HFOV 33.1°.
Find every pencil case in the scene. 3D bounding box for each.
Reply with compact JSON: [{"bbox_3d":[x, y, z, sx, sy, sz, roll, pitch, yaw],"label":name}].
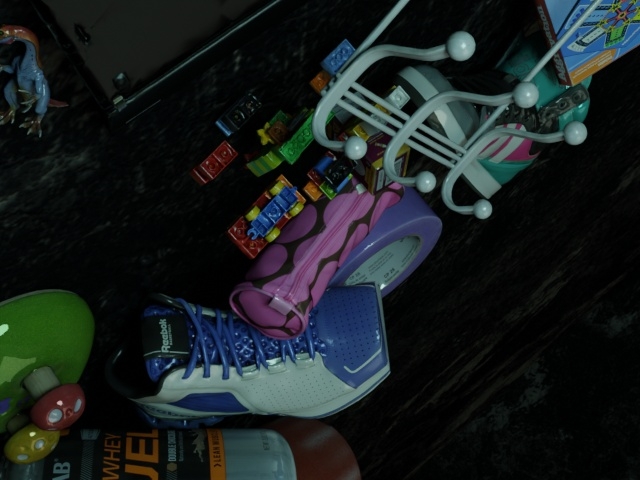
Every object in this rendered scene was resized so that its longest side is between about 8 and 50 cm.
[{"bbox_3d":[0.000,0.000,1.074,0.098,0.095,0.209,-10,-140,58],"label":"pencil case"}]

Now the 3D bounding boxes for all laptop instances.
[{"bbox_3d":[-0.085,-0.200,0.715,0.234,0.136,0.264,-36,134,-8],"label":"laptop"}]

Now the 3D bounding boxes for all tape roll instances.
[{"bbox_3d":[0.045,0.009,1.265,0.189,0.080,0.189,-34,159,-15],"label":"tape roll"}]

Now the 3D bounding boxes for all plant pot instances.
[{"bbox_3d":[-0.086,0.400,1.635,0.265,0.272,0.272,-22,155,-54],"label":"plant pot"}]

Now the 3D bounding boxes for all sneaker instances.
[{"bbox_3d":[0.188,-0.151,1.108,0.178,0.124,0.295,-43,158,8],"label":"sneaker"},{"bbox_3d":[-0.092,0.121,1.122,0.315,0.128,0.182,-16,156,15],"label":"sneaker"}]

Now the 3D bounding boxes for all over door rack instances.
[{"bbox_3d":[0.160,-0.176,0.884,0.239,0.108,0.324,20,105,-53],"label":"over door rack"}]

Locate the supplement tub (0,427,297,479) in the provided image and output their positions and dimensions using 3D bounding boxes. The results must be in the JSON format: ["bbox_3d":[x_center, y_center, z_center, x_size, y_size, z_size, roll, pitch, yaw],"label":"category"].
[{"bbox_3d":[-0.200,0.301,1.133,0.337,0.207,0.207,1,148,-10],"label":"supplement tub"}]

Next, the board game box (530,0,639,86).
[{"bbox_3d":[0.329,-0.284,1.076,0.281,0.027,0.145,-32,114,-16],"label":"board game box"}]

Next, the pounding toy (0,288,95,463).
[{"bbox_3d":[-0.290,0.158,0.978,0.236,0.110,0.183,-34,159,-12],"label":"pounding toy"}]

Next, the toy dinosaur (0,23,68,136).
[{"bbox_3d":[-0.196,-0.111,0.708,0.090,0.047,0.082,-67,-179,-56],"label":"toy dinosaur"}]

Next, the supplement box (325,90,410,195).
[{"bbox_3d":[0.044,-0.095,1.042,0.043,0.083,0.055,-32,158,-15],"label":"supplement box"}]

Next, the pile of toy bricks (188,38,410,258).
[{"bbox_3d":[-0.033,-0.083,0.949,0.212,0.118,0.105,-48,-168,-23],"label":"pile of toy bricks"}]
